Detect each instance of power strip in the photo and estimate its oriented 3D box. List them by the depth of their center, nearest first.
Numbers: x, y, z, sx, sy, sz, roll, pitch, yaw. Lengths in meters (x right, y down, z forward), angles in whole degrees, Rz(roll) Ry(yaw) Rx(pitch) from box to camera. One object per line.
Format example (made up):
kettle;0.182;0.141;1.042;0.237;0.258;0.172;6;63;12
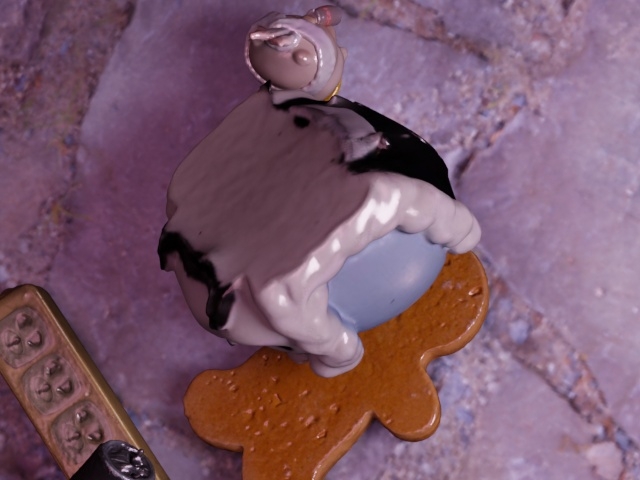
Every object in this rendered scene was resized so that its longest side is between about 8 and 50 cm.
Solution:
power strip;-0.174;0.155;1.323;0.064;0.044;0.305;-36;73;3

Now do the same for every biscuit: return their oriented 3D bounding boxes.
biscuit;0.025;0.096;1.289;0.250;0.036;0.165;-41;61;1

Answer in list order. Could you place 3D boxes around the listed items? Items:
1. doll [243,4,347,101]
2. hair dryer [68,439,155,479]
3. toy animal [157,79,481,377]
doll;-0.014;-0.148;1.304;0.073;0.127;0.084;36;88;17
hair dryer;-0.253;0.178;1.305;0.272;0.091;0.235;48;115;27
toy animal;0.000;0.000;1.231;0.204;0.156;0.208;-48;36;-1
